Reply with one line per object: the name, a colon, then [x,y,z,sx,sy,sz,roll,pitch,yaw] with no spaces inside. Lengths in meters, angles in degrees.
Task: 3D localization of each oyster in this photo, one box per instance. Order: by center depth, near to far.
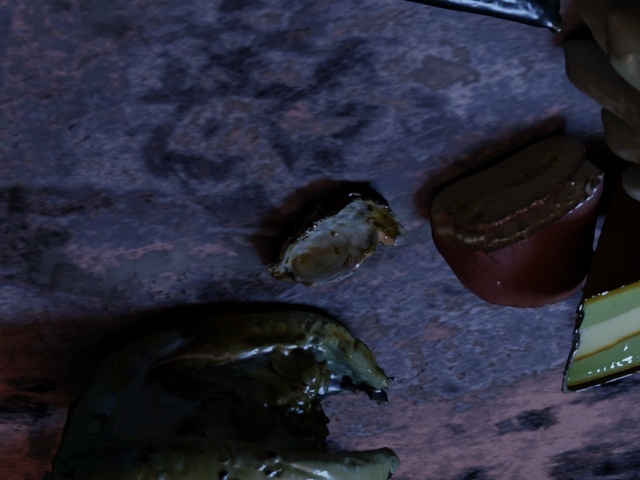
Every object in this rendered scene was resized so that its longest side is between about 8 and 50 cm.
oyster: [0.000,-0.001,1.400,0.132,0.029,0.086,-20,146,29]

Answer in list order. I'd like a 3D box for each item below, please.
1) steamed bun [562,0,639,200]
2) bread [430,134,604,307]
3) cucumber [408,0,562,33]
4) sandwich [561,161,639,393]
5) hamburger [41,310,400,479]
steamed bun: [0.271,-0.069,1.131,0.189,0.247,0.428,-19,172,-10]
bread: [0.140,-0.003,1.395,0.119,0.067,0.192,-10,154,3]
cucumber: [0.018,-0.160,1.053,0.284,0.056,0.056,13,147,-33]
sandwich: [0.275,0.041,1.375,0.187,0.144,0.117,10,141,7]
hamburger: [-0.092,0.157,1.534,0.288,0.168,0.192,-15,156,14]
